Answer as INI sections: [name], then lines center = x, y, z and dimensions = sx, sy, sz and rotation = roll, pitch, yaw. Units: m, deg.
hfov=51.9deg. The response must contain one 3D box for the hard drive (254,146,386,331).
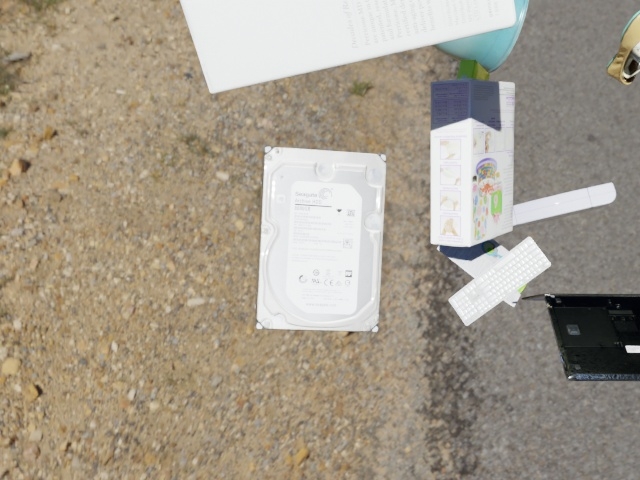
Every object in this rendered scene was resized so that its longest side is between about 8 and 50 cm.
[hard drive]
center = 0.000, 0.000, 1.241
dimensions = 0.236, 0.064, 0.339
rotation = 4, 89, -10

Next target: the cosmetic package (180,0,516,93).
[cosmetic package]
center = 0.048, -0.368, 0.996
dimensions = 0.452, 0.162, 0.230
rotation = -8, 25, 16

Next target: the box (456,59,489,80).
[box]
center = 0.350, -0.324, 1.555
dimensions = 0.042, 0.178, 0.109
rotation = 12, 1, 32

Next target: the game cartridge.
[game cartridge]
center = 0.581, -0.080, 1.659
dimensions = 0.198, 0.297, 0.062
rotation = -11, 87, -72

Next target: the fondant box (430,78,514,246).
[fondant box]
center = 0.325, -0.168, 1.391
dimensions = 0.238, 0.096, 0.331
rotation = -14, 104, -52

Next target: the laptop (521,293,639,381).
[laptop]
center = 0.499, 0.162, 1.140
dimensions = 0.234, 0.137, 0.264
rotation = 0, 46, 2

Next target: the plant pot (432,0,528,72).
[plant pot]
center = 0.377, -0.616, 1.764
dimensions = 0.255, 0.272, 0.272
rotation = 12, 53, -11

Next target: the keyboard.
[keyboard]
center = 0.375, 0.091, 1.399
dimensions = 0.014, 0.256, 0.072
rotation = -24, 72, -47

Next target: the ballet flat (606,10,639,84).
[ballet flat]
center = 0.693, -0.418, 1.436
dimensions = 0.080, 0.232, 0.073
rotation = -35, 72, 0

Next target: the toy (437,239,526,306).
[toy]
center = 0.415, 0.059, 1.684
dimensions = 0.237, 0.056, 0.137
rotation = 36, 57, 7
